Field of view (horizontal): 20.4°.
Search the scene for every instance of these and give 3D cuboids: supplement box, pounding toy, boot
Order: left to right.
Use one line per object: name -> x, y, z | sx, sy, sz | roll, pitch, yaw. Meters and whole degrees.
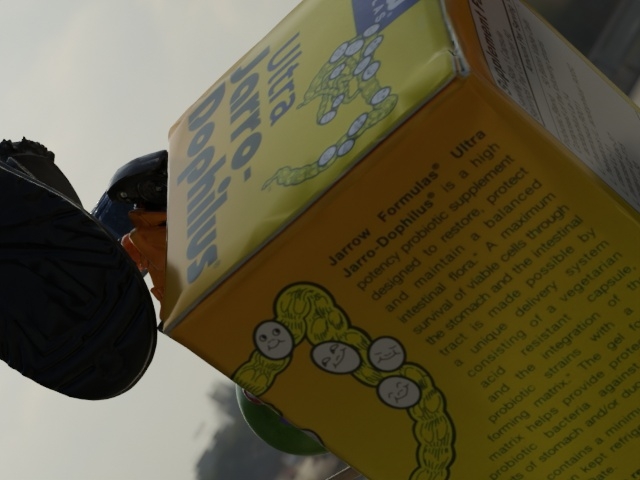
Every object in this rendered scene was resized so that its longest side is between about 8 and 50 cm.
boot -> -0.173, 0.005, 1.093 | 0.094, 0.246, 0.207 | -53, -13, 3
pounding toy -> -0.017, 0.207, 2.205 | 0.183, 0.236, 0.110 | -25, -5, 12
supplement box -> 0.111, 0.033, 0.931 | 0.195, 0.356, 0.194 | -41, 27, 21

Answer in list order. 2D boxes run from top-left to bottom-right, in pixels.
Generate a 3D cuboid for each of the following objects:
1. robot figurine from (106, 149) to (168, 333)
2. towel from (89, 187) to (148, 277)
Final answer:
robot figurine -> 0.000, 0.000, 1.210 | 0.085, 0.291, 0.211 | -75, -21, -44
towel -> -0.149, -0.010, 1.397 | 0.119, 0.067, 0.029 | -46, 7, 49
